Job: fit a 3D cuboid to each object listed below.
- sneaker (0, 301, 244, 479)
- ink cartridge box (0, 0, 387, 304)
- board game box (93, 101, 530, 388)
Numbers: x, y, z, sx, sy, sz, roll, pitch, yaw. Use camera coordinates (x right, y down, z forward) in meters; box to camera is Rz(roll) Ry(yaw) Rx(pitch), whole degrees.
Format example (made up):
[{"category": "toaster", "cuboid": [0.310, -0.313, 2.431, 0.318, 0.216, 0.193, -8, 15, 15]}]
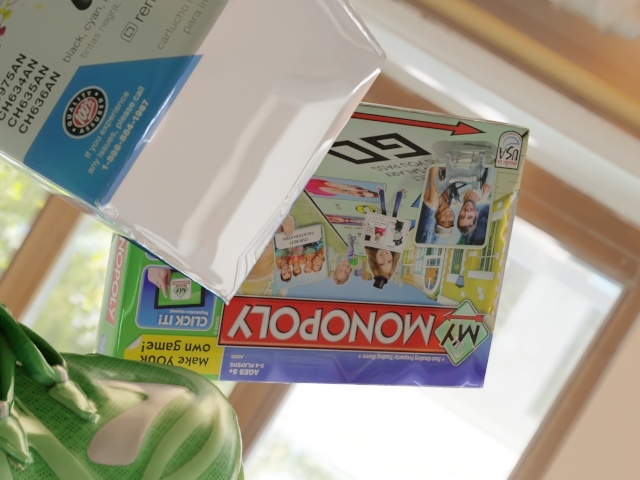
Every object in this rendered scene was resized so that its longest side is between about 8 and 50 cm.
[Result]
[{"category": "sneaker", "cuboid": [-0.120, 0.032, 0.392, 0.295, 0.123, 0.109, 18, -169, -46]}, {"category": "ink cartridge box", "cuboid": [-0.122, -0.110, 0.826, 0.233, 0.171, 0.168, 30, 175, 27]}, {"category": "board game box", "cuboid": [0.000, 0.000, 1.128, 0.317, 0.213, 0.046, 4, -171, -29]}]
